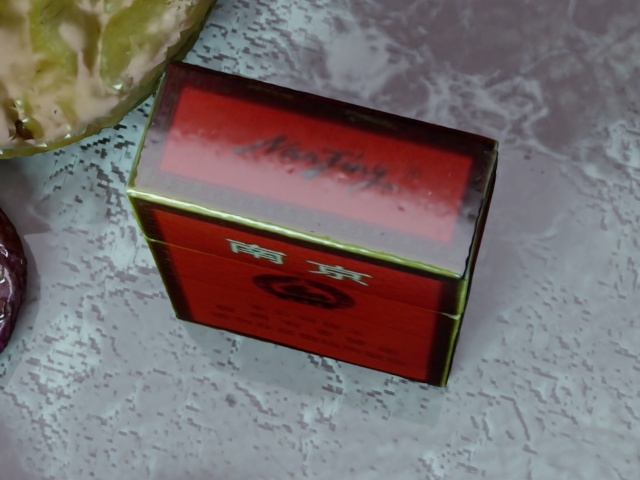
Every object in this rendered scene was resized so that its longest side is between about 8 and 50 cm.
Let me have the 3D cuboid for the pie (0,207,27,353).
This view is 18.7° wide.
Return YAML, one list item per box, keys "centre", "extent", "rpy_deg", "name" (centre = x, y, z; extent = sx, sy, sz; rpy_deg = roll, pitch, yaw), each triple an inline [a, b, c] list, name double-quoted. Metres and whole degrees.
- centre: [-0.231, 0.024, 1.034]
  extent: [0.154, 0.036, 0.154]
  rpy_deg: [0, 77, 2]
  name: "pie"

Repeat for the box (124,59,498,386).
- centre: [0.000, 0.001, 0.928]
  extent: [0.153, 0.240, 0.074]
  rpy_deg: [18, 75, 6]
  name: "box"

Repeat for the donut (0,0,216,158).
- centre: [-0.177, -0.160, 1.038]
  extent: [0.277, 0.108, 0.278]
  rpy_deg: [0, 77, 1]
  name: "donut"
